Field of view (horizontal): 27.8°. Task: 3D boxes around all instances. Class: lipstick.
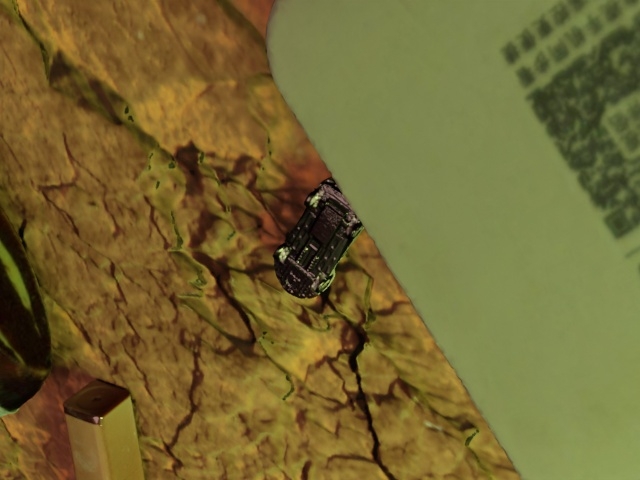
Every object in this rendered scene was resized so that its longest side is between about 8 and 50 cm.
[{"bbox_3d":[-0.175,0.190,1.068,0.045,0.045,0.145,12,122,28],"label":"lipstick"}]

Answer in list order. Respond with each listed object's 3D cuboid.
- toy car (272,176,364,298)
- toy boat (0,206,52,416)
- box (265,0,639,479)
[{"bbox_3d":[0.000,0.000,0.840,0.041,0.025,0.093,41,129,12],"label":"toy car"},{"bbox_3d":[-0.300,0.031,1.015,0.115,0.114,0.262,-13,111,27],"label":"toy boat"},{"bbox_3d":[0.174,-0.054,0.610,0.367,0.090,0.373,-38,82,45],"label":"box"}]
